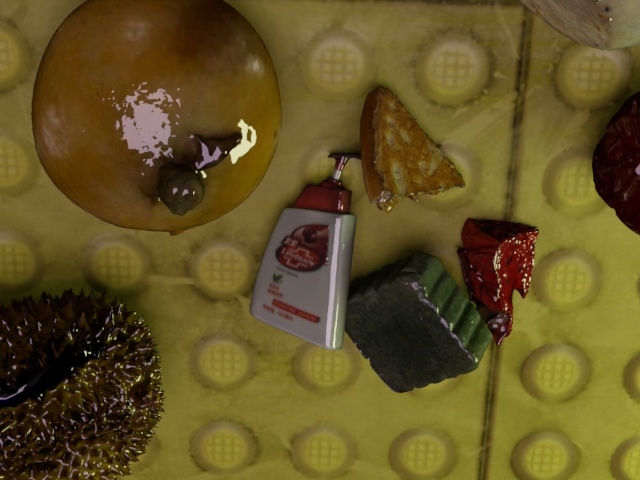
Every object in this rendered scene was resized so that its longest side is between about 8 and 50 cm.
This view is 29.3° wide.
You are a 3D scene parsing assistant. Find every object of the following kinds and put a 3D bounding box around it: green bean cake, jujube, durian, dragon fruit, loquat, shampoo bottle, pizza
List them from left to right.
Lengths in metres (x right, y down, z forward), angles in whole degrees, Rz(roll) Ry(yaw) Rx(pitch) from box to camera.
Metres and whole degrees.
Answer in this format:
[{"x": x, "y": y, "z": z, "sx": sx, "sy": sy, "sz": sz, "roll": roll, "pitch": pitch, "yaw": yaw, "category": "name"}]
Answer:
[{"x": -0.415, "y": 0.237, "z": 1.772, "sx": 0.384, "sy": 0.348, "sz": 0.348, "roll": -3, "pitch": 115, "yaw": 12, "category": "durian"}, {"x": -0.203, "y": -0.152, "z": 1.573, "sx": 0.328, "sy": 0.359, "sz": 0.328, "roll": -11, "pitch": 132, "yaw": -12, "category": "loquat"}, {"x": 0.000, "y": 0.000, "z": 1.762, "sx": 0.153, "sy": 0.071, "sz": 0.284, "roll": 20, "pitch": 100, "yaw": 23, "category": "shampoo bottle"}, {"x": 0.123, "y": -0.106, "z": 1.715, "sx": 0.199, "sy": 0.188, "sz": 0.062, "roll": 25, "pitch": 147, "yaw": -35, "category": "pizza"}, {"x": 0.133, "y": 0.121, "z": 1.794, "sx": 0.185, "sy": 0.094, "sz": 0.183, "roll": -27, "pitch": 107, "yaw": 41, "category": "green bean cake"}, {"x": 0.256, "y": 0.059, "z": 1.823, "sx": 0.092, "sy": 0.122, "sz": 0.192, "roll": 16, "pitch": 126, "yaw": 37, "category": "dragon fruit"}, {"x": 0.484, "y": -0.117, "z": 1.648, "sx": 0.213, "sy": 0.213, "sz": 0.232, "roll": 33, "pitch": 122, "yaw": -13, "category": "jujube"}]

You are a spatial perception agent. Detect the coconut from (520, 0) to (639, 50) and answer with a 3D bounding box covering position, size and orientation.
[{"x": 0.367, "y": -0.430, "z": 1.444, "sx": 0.346, "sy": 0.346, "sz": 0.360, "roll": 41, "pitch": 88, "yaw": -16, "category": "coconut"}]
